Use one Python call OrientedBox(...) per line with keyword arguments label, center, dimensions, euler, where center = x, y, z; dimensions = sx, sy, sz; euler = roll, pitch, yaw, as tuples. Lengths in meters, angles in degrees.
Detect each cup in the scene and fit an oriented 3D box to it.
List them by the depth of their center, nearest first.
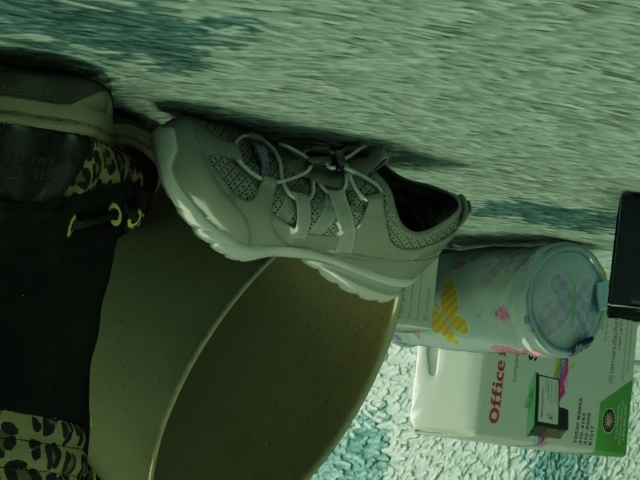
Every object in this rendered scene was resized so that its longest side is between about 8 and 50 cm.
OrientedBox(label="cup", center=(-0.119, 0.067, 1.655), dimensions=(0.237, 0.331, 0.331), euler=(31, -174, 26))

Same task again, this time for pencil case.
OrientedBox(label="pencil case", center=(0.170, 0.057, 1.990), dimensions=(0.124, 0.113, 0.273), euler=(-25, -166, -35))

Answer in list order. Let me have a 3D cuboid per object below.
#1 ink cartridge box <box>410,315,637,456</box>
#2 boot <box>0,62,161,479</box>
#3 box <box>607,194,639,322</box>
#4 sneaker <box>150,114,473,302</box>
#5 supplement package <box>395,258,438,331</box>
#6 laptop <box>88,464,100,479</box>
OrientedBox(label="ink cartridge box", center=(0.259, 0.157, 2.413), dimensions=(0.278, 0.201, 0.117), euler=(12, 171, -39))
OrientedBox(label="boot", center=(-0.199, 0.042, 1.366), dimensions=(0.138, 0.284, 0.377), euler=(7, 173, 0))
OrientedBox(label="box", center=(0.316, 0.023, 1.579), dimensions=(0.156, 0.093, 0.158), euler=(6, 175, 8))
OrientedBox(label="sneaker", center=(-0.005, -0.045, 1.422), dimensions=(0.115, 0.105, 0.281), euler=(-38, 144, 29))
OrientedBox(label="supplement package", center=(0.020, 0.031, 1.921), dimensions=(0.179, 0.105, 0.105), euler=(6, 175, -8))
OrientedBox(label="laptop", center=(-0.335, 0.128, 1.788), dimensions=(0.382, 0.236, 0.408), euler=(18, -169, -41))
